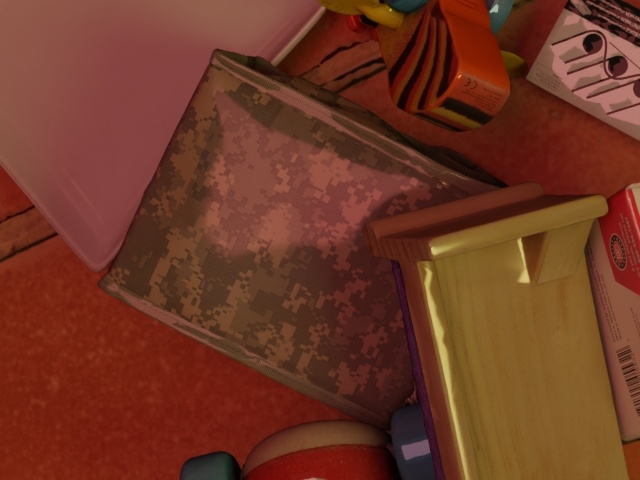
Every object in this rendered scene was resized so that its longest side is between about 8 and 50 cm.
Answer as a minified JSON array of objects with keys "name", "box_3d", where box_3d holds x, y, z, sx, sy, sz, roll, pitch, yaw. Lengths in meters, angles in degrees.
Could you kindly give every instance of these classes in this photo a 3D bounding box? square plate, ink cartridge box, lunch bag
[{"name":"square plate","box_3d":[-0.203,-0.207,1.578,0.347,0.049,0.344,-48,70,13]},{"name":"ink cartridge box","box_3d":[0.283,-0.128,1.363,0.207,0.046,0.097,32,100,22]},{"name":"lunch bag","box_3d":[0.000,0.000,1.405,0.287,0.169,0.235,28,99,11]},{"name":"ink cartridge box","box_3d":[0.252,0.060,1.259,0.100,0.237,0.172,-12,79,-16]}]

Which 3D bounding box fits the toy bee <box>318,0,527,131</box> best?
[{"name":"toy bee","box_3d":[0.093,-0.193,1.409,0.195,0.298,0.162,35,134,-12]}]

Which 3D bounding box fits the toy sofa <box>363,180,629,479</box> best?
[{"name":"toy sofa","box_3d":[0.142,0.146,1.235,0.150,0.177,0.363,-15,97,-20]}]

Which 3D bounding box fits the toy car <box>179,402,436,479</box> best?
[{"name":"toy car","box_3d":[0.026,0.281,1.332,0.219,0.210,0.238,-15,63,11]}]
